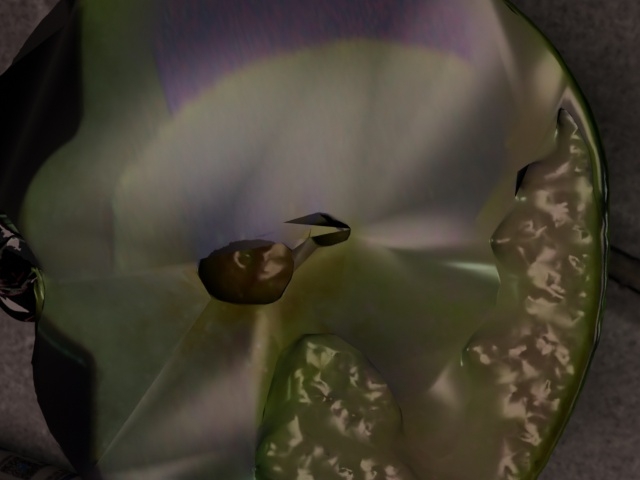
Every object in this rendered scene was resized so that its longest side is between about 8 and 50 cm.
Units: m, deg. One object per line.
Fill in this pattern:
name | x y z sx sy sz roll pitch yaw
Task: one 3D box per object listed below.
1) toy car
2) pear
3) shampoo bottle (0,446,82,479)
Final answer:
toy car | -0.222 -0.006 1.244 0.069 0.055 0.142 -44 81 24
pear | 0.005 0.000 1.100 0.398 0.165 0.399 3 99 20
shampoo bottle | -0.129 0.218 1.224 0.303 0.092 0.092 17 104 16
